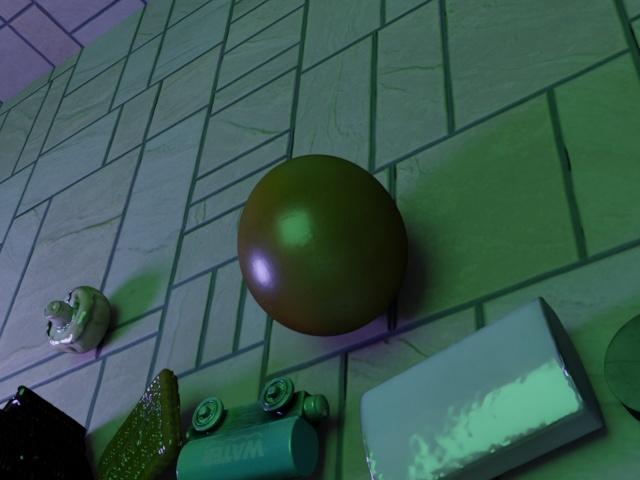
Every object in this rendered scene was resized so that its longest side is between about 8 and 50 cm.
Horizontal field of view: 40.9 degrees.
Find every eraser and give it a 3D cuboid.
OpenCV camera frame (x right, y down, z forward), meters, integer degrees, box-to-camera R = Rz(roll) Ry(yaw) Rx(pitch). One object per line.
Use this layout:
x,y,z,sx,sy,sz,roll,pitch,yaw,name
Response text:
0.182,0.202,1.030,0.270,0.095,0.174,-32,37,18,eraser

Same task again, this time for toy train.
-0.100,0.290,1.221,0.248,0.101,0.159,-19,41,31,toy train

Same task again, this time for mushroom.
-0.501,0.160,1.744,0.154,0.122,0.154,-26,47,31,mushroom

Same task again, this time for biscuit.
-0.296,0.339,1.372,0.254,0.029,0.172,-52,31,24,biscuit

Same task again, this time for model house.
-0.541,0.380,1.422,0.297,0.317,0.283,-5,55,33,model house

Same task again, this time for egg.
0.000,0.000,1.280,0.250,0.250,0.322,-38,27,12,egg

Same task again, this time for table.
0.381,0.138,0.934,0.133,0.043,0.133,-27,40,25,table
